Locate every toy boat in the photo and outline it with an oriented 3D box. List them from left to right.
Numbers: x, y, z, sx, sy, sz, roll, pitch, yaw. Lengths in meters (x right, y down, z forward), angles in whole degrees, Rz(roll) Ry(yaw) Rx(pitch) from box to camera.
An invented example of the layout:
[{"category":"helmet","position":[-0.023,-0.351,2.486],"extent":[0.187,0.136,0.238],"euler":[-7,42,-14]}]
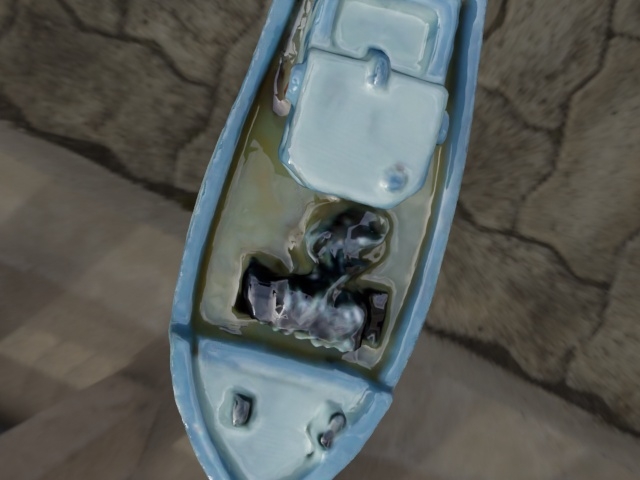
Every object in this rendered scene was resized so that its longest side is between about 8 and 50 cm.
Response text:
[{"category":"toy boat","position":[0.000,0.000,1.002],"extent":[0.145,0.133,0.332],"euler":[15,98,-7]}]
